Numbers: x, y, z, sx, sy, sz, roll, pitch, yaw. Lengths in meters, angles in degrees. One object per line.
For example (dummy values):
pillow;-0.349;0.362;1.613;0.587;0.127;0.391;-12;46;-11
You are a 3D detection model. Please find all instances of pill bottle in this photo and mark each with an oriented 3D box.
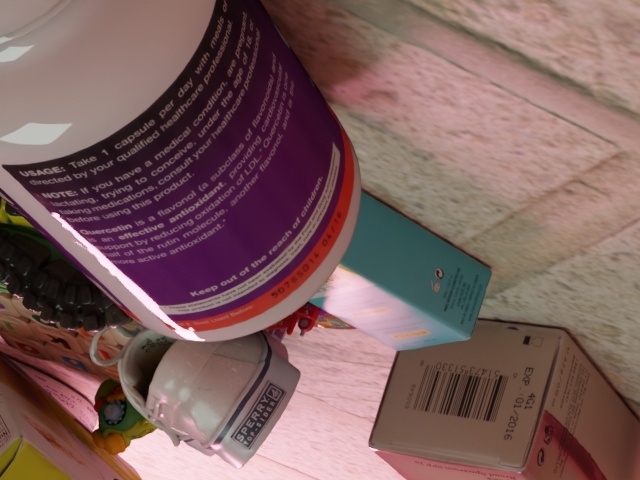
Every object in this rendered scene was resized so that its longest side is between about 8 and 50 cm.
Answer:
pill bottle;-0.108;-0.083;0.852;0.181;0.181;0.323;9;156;27

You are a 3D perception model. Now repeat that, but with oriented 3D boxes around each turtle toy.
turtle toy;-0.225;0.196;1.782;0.130;0.095;0.066;7;117;64

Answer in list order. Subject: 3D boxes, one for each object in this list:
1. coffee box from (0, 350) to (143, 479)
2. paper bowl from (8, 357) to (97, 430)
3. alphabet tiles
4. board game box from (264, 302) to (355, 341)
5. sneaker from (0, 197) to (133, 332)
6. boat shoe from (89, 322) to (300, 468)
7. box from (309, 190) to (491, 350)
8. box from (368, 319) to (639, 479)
coffee box;-0.376;0.357;1.720;0.337;0.338;0.334;47;175;-31
paper bowl;-0.445;0.242;1.995;0.284;0.148;0.284;18;158;8
alphabet tiles;-0.287;0.085;1.643;0.284;0.021;0.278;15;158;13
board game box;-0.036;0.053;1.326;0.133;0.033;0.168;-3;150;46
sneaker;-0.244;-0.013;1.215;0.343;0.134;0.146;23;-173;23
boat shoe;-0.125;0.112;1.367;0.156;0.136;0.367;34;177;-6
box;0.000;0.000;1.127;0.244;0.060;0.100;30;157;-25
box;0.167;0.172;1.309;0.148;0.127;0.232;4;154;34
